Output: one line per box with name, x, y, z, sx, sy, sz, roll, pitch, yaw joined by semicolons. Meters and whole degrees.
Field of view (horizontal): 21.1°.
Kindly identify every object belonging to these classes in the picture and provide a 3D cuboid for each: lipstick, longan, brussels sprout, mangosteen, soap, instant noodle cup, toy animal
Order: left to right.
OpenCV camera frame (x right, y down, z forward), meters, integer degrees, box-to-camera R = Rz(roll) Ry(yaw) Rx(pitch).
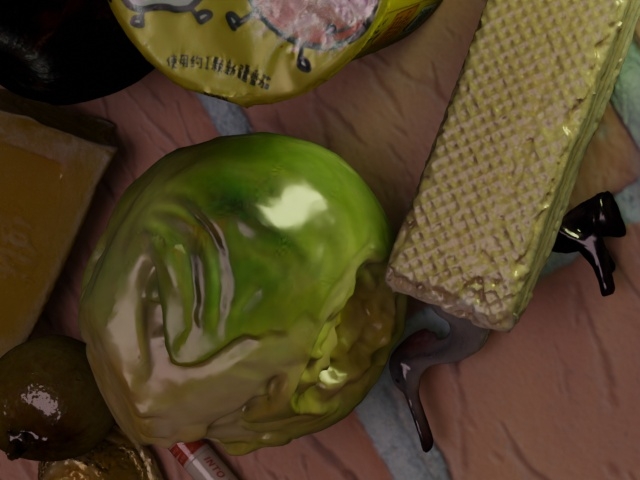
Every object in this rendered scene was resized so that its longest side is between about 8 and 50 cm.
soap;-0.373;-0.014;1.924;0.199;0.091;0.315;21;110;-20
longan;-0.302;0.184;1.903;0.145;0.176;0.155;39;126;-13
mangosteen;-0.266;-0.293;1.791;0.300;0.300;0.300;4;99;27
lipstick;-0.130;0.251;1.920;0.130;0.038;0.038;47;115;13
brussels sprout;-0.078;0.050;1.694;0.344;0.268;0.344;2;73;-7
instant noodle cup;-0.020;-0.300;1.656;0.326;0.254;0.325;4;100;25
toy animal;0.149;0.045;1.714;0.324;0.090;0.195;-44;77;24

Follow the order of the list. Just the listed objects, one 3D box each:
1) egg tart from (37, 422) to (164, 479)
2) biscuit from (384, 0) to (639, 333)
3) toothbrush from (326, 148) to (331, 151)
egg tart;-0.264;0.297;1.981;0.191;0.074;0.191;4;97;29
biscuit;0.197;-0.128;1.618;0.144;0.078;0.426;23;94;21
toothbrush;0.001;0.000;1.828;0.014;0.017;0.194;5;97;21
